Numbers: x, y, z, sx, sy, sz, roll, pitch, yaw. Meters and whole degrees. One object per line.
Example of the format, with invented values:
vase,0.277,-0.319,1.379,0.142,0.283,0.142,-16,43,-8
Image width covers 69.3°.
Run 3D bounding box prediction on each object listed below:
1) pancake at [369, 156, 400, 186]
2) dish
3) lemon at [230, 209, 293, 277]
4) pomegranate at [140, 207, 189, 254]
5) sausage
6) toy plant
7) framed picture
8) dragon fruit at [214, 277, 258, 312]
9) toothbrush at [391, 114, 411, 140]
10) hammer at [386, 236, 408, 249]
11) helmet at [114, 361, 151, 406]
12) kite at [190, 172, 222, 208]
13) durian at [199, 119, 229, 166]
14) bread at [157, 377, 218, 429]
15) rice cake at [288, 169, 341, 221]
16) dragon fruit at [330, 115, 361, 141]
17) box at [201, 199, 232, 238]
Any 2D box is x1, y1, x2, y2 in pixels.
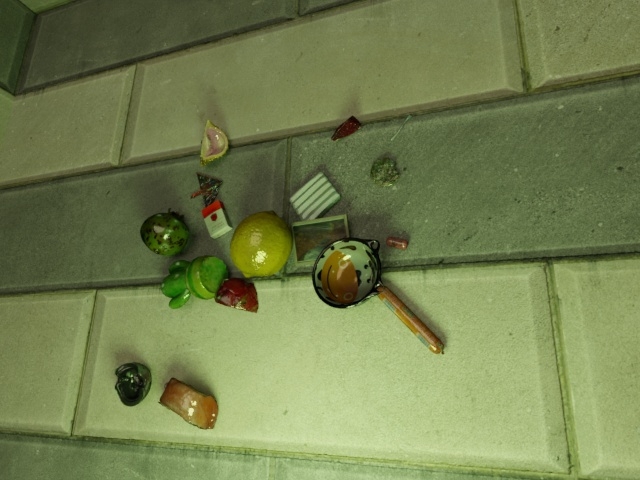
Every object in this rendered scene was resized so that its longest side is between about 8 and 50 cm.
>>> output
pancake,0.258,-0.278,1.883,0.116,0.022,0.129,-21,67,17
dish,0.118,0.132,1.744,0.303,0.120,0.302,-10,66,23
lemon,-0.236,0.017,1.860,0.268,0.267,0.267,-7,70,20
pomegranate,-0.697,-0.049,2.100,0.211,0.211,0.263,-6,51,20
sausage,0.314,0.277,1.659,0.053,0.053,0.348,-46,62,3
toy plant,-0.564,0.180,2.002,0.316,0.184,0.224,-13,63,35
framed picture,0.000,0.000,1.867,0.250,0.016,0.184,-7,89,20
dragon fruit,-0.331,0.225,1.901,0.161,0.127,0.120,17,88,26
toothbrush,0.335,-0.467,1.922,0.131,0.011,0.013,-52,41,0
hammer,0.292,0.009,1.765,0.083,0.043,0.043,13,78,26
helmet,-0.782,0.600,1.968,0.153,0.107,0.176,-2,91,18
kite,-0.543,-0.246,2.202,0.189,0.009,0.232,-25,64,14
durian,-0.524,-0.455,2.198,0.165,0.132,0.182,-27,76,24
bread,-0.526,0.630,1.813,0.244,0.190,0.123,14,65,29
rice cake,-0.028,-0.176,1.956,0.198,0.037,0.189,-36,64,8
dragon fruit,0.099,-0.484,1.995,0.131,0.097,0.063,-42,58,26
box,-0.472,-0.096,2.106,0.100,0.048,0.152,-30,62,8
